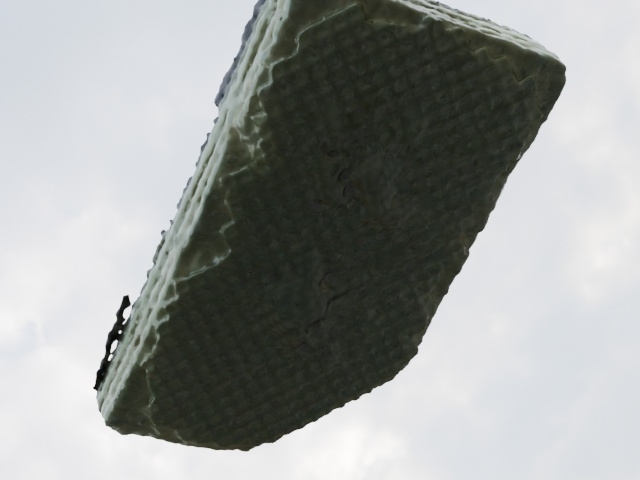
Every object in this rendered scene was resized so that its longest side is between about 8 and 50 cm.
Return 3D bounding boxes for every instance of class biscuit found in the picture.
[{"bbox_3d":[0.000,0.000,0.577,0.150,0.052,0.252,15,-65,-29],"label":"biscuit"}]
